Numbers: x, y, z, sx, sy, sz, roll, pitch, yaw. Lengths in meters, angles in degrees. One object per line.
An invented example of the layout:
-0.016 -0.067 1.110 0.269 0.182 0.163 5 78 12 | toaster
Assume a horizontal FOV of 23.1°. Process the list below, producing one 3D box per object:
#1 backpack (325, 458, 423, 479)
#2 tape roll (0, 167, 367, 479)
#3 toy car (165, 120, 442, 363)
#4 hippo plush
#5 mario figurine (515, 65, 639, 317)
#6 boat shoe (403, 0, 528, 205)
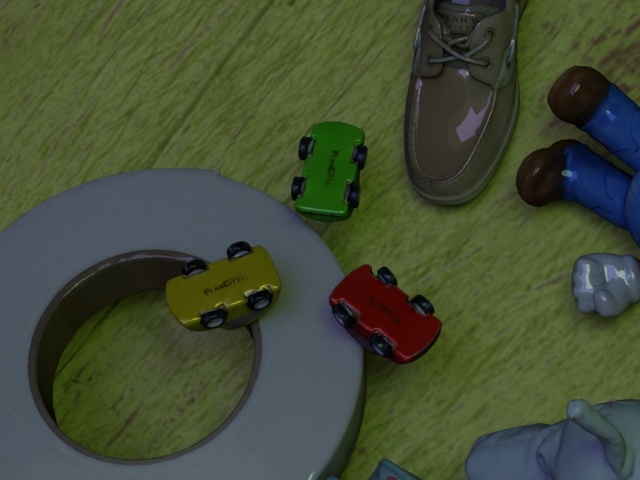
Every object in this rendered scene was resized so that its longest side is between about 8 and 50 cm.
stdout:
0.058 0.265 1.272 0.166 0.188 0.144 38 90 27 | backpack
-0.150 0.114 1.398 0.391 0.072 0.392 -3 62 5 | tape roll
0.000 0.000 1.377 0.239 0.053 0.225 8 61 8 | toy car
0.261 0.237 1.178 0.234 0.294 0.237 -8 78 -16 | hippo plush
0.299 -0.018 1.268 0.320 0.198 0.170 35 67 31 | mario figurine
0.132 -0.184 1.430 0.109 0.098 0.302 11 78 23 | boat shoe
